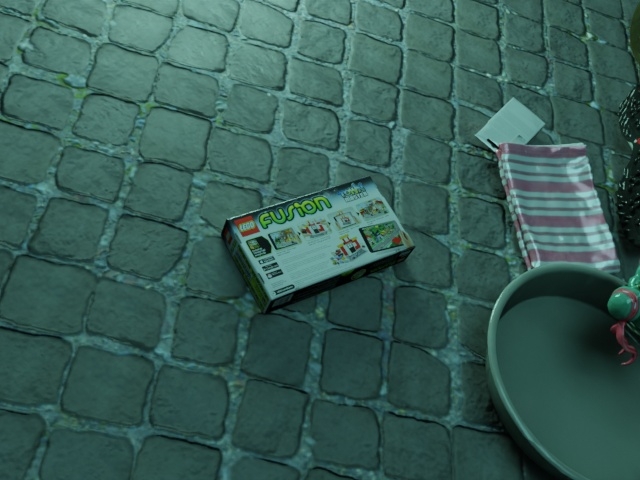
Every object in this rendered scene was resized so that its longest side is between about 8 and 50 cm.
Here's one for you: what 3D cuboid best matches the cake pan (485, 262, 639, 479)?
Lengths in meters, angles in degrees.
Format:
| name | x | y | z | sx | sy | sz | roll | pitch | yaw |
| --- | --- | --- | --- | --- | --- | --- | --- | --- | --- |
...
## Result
| name | x | y | z | sx | sy | sz | roll | pitch | yaw |
| --- | --- | --- | --- | --- | --- | --- | --- | --- | --- |
| cake pan | 0.321 | 0.165 | 0.947 | 0.293 | 0.054 | 0.293 | 10 | 56 | -14 |

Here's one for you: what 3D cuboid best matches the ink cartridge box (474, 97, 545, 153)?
| name | x | y | z | sx | sy | sz | roll | pitch | yaw |
| --- | --- | --- | --- | --- | --- | --- | --- | --- | --- |
| ink cartridge box | 0.269 | -0.153 | 1.154 | 0.063 | 0.029 | 0.115 | 42 | 56 | 9 |

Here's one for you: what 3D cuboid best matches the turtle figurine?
| name | x | y | z | sx | sy | sz | roll | pitch | yaw |
| --- | --- | --- | --- | --- | --- | --- | --- | --- | --- |
| turtle figurine | 0.412 | 0.067 | 0.940 | 0.234 | 0.118 | 0.175 | 1 | 71 | -38 |

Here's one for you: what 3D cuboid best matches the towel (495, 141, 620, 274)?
| name | x | y | z | sx | sy | sz | roll | pitch | yaw |
| --- | --- | --- | --- | --- | --- | --- | --- | --- | --- |
| towel | 0.323 | -0.044 | 1.085 | 0.144 | 0.029 | 0.197 | -2 | 68 | -21 |

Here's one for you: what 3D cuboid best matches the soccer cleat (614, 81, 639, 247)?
| name | x | y | z | sx | sy | sz | roll | pitch | yaw |
| --- | --- | --- | --- | --- | --- | --- | --- | --- | --- |
| soccer cleat | 0.506 | -0.109 | 1.169 | 0.116 | 0.109 | 0.318 | 24 | 51 | -9 |

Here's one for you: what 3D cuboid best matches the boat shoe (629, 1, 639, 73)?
| name | x | y | z | sx | sy | sz | roll | pitch | yaw |
| --- | --- | --- | --- | --- | --- | --- | --- | --- | --- |
| boat shoe | 0.583 | -0.323 | 1.357 | 0.073 | 0.080 | 0.224 | 14 | 59 | -18 |

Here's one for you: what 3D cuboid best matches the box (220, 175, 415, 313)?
| name | x | y | z | sx | sy | sz | roll | pitch | yaw |
| --- | --- | --- | --- | --- | --- | --- | --- | --- | --- |
| box | 0.000 | 0.000 | 0.949 | 0.207 | 0.036 | 0.114 | -18 | 66 | -29 |
